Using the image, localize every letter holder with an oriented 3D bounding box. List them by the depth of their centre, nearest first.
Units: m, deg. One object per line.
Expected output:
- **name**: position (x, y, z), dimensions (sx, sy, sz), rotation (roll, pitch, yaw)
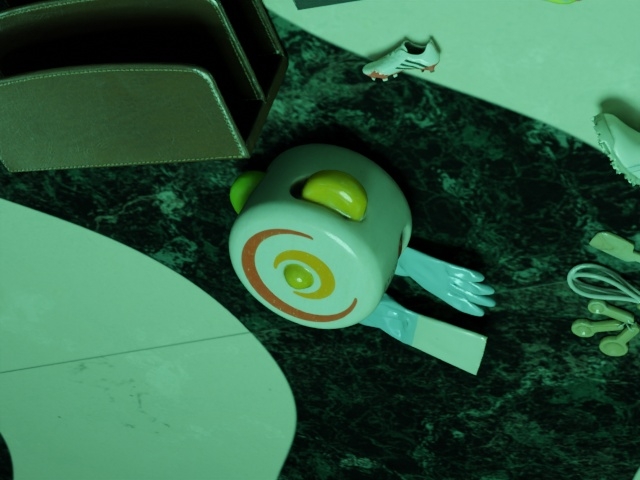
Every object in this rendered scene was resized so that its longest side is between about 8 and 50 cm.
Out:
- **letter holder**: position (-0.221, -0.202, 1.268), dimensions (0.302, 0.152, 0.214), rotation (-2, 137, 24)

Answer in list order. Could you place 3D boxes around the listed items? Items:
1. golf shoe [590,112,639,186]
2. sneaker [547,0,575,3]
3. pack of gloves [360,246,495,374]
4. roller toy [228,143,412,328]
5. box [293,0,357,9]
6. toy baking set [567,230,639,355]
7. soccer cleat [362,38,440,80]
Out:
- **golf shoe**: position (0.352, -0.087, 1.261), dimensions (0.176, 0.069, 0.086), rotation (36, 120, -26)
- **sneaker**: position (0.236, -0.251, 1.085), dimensions (0.208, 0.081, 0.094), rotation (4, 157, 19)
- **pack of gloves**: position (0.113, 0.059, 1.563), dimensions (0.232, 0.046, 0.195), rotation (22, 144, 13)
- **roller toy**: position (0.000, 0.000, 1.413), dimensions (0.209, 0.146, 0.191), rotation (-14, 124, 38)
- **box**: position (0.023, -0.320, 1.091), dimensions (0.183, 0.056, 0.231), rotation (-4, 137, 26)
- **toy baking set**: position (0.396, 0.087, 1.474), dimensions (0.196, 0.030, 0.256), rotation (5, 141, 17)
- **soccer cleat**: position (0.081, -0.187, 1.263), dimensions (0.083, 0.029, 0.035), rotation (-4, 129, 22)
